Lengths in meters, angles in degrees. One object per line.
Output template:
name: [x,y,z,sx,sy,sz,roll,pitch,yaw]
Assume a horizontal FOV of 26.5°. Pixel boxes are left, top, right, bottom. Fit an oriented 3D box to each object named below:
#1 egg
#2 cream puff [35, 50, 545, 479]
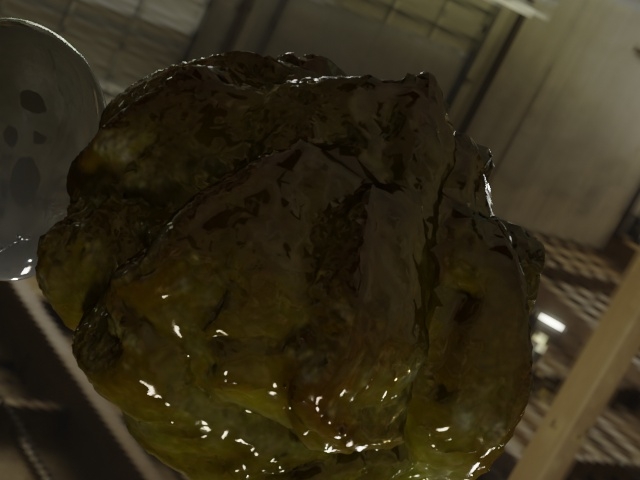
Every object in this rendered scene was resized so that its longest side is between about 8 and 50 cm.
egg: [-0.226,-0.067,0.988,0.146,0.146,0.198,16,-121,-33]
cream puff: [-0.008,0.015,0.643,0.244,0.196,0.244,20,-124,-32]
